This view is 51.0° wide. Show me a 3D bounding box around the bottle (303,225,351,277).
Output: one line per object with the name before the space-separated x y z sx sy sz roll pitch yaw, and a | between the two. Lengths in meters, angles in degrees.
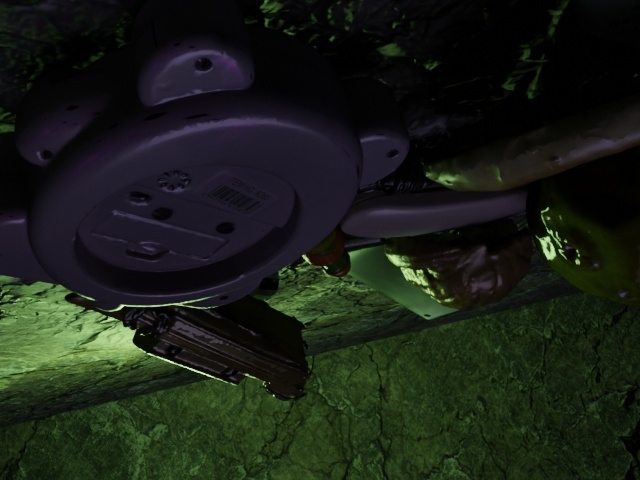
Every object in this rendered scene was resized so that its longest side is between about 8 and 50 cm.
bottle | 0.000 0.000 0.917 0.069 0.069 0.187 -16 151 13

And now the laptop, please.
laptop | 0.168 0.070 1.239 0.269 0.015 0.188 31 145 -25

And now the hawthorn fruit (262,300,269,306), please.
hawthorn fruit | -0.150 0.165 1.471 0.067 0.066 0.103 -3 164 -30

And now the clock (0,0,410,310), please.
clock | -0.110 -0.053 0.575 0.296 0.113 0.322 17 140 -43

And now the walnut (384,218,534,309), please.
walnut | 0.228 0.036 1.022 0.238 0.141 0.204 -15 -168 -40

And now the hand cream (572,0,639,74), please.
hand cream | 0.217 -0.206 0.451 0.124 0.077 0.341 -17 160 17

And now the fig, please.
fig | 0.395 -0.054 0.821 0.271 0.239 0.239 -35 170 -15

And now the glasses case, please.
glasses case | 0.168 -0.054 0.918 0.297 0.075 0.113 -8 165 -18

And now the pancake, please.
pancake | 0.254 -0.111 0.611 0.356 0.065 0.356 -13 -170 2

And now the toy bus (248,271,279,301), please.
toy bus | -0.127 0.076 1.149 0.123 0.074 0.060 -23 161 34

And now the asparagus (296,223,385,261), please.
asparagus | -0.038 0.004 1.002 0.278 0.060 0.067 -8 147 -15

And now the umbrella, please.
umbrella | 0.147 -0.087 0.796 0.224 0.071 0.080 -9 159 -8

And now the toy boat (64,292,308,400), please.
toy boat | -0.187 0.132 1.041 0.162 0.136 0.445 -35 135 22
